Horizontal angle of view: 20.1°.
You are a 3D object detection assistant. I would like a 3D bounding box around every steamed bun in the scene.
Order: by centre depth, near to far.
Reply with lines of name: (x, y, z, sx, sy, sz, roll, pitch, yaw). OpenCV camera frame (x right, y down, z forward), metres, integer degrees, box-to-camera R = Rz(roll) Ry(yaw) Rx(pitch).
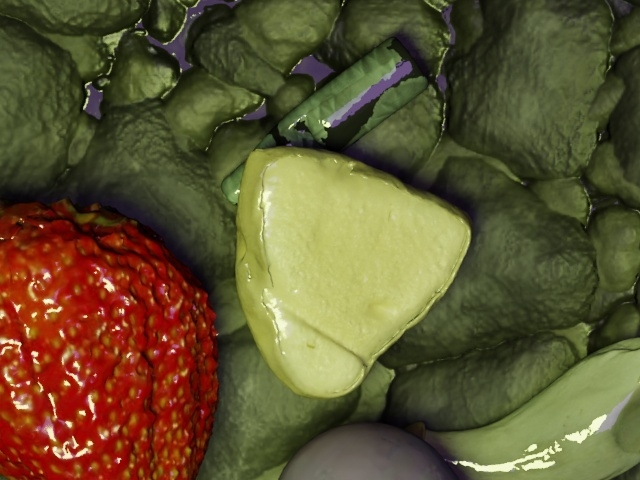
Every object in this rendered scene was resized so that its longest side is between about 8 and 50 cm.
steamed bun: (-0.001, 0.030, 1.614, 0.231, 0.110, 0.212, 23, 89, -24)

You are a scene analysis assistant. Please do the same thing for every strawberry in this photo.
strawberry: (-0.209, 0.106, 1.525, 0.250, 0.238, 0.288, -20, 73, 4)

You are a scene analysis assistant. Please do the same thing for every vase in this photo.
vase: (-0.001, -0.100, 1.631, 0.211, 0.060, 0.060, -37, 99, 2)

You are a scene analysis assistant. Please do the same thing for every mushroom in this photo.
mushroom: (0.203, 0.185, 1.668, 0.270, 0.103, 0.118, -23, 98, 0)

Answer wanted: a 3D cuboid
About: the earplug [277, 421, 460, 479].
earplug: (0.120, 0.358, 1.597, 0.215, 0.215, 0.456, -34, 103, -4)
